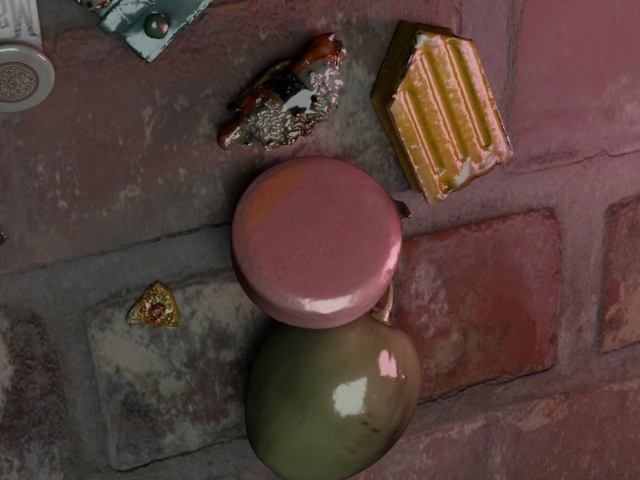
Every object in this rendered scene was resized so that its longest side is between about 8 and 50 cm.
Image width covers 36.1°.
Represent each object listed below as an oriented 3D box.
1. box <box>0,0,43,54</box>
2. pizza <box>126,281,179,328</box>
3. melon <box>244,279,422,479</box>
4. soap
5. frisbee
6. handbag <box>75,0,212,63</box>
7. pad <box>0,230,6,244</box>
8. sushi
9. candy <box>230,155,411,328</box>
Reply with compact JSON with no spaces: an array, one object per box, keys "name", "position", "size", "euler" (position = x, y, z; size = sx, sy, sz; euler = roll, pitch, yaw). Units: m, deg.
[{"name":"box","position":[-0.434,-0.267,1.204],"size":[0.177,0.036,0.115],"euler":[-10,117,-18]},{"name":"pizza","position":[-0.248,0.109,1.452],"size":[0.078,0.025,0.083],"euler":[-29,121,-10]},{"name":"melon","position":[0.019,0.224,1.479],"size":[0.271,0.272,0.308],"euler":[8,129,-24]},{"name":"soap","position":[0.170,-0.200,1.448],"size":[0.160,0.080,0.258],"euler":[-31,120,-8]},{"name":"frisbee","position":[-0.390,-0.202,1.237],"size":[0.110,0.014,0.110],"euler":[-14,143,-11]},{"name":"handbag","position":[-0.214,-0.393,1.198],"size":[0.274,0.100,0.268],"euler":[-45,122,2]},{"name":"pad","position":[-0.545,0.013,1.304],"size":[0.211,0.003,0.143],"euler":[-37,121,-3]},{"name":"sushi","position":[-0.043,-0.188,1.361],"size":[0.226,0.103,0.097],"euler":[-37,137,-1]},{"name":"candy","position":[0.000,0.000,1.388],"size":[0.255,0.255,0.094],"euler":[-18,161,-13]}]
